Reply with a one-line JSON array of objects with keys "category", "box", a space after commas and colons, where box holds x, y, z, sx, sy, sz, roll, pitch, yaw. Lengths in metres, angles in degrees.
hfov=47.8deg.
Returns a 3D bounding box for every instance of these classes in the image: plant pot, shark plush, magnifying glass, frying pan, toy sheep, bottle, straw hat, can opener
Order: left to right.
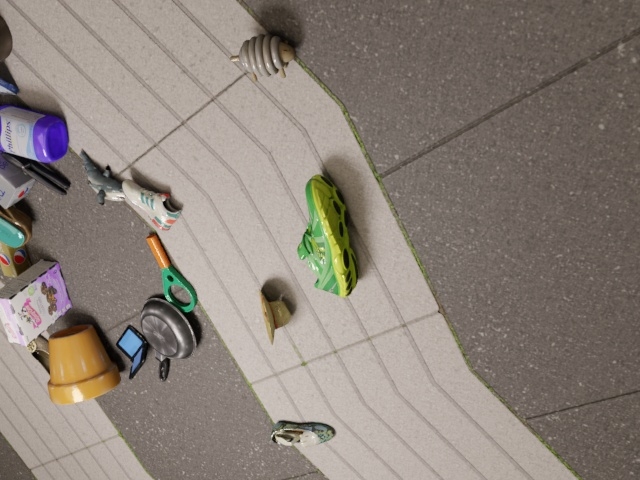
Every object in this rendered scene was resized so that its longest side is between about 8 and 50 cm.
[{"category": "bottle", "box": [-0.769, -0.278, 1.806, 0.283, 0.092, 0.118, 16, 121, 18]}, {"category": "can opener", "box": [-0.738, -0.178, 1.880, 0.186, 0.073, 0.059, 36, 129, -12]}, {"category": "plant pot", "box": [-0.715, 0.356, 2.136, 0.205, 0.205, 0.187, -6, 101, 31]}, {"category": "shark plush", "box": [-0.541, -0.158, 1.811, 0.067, 0.073, 0.161, -43, 74, 20]}, {"category": "frying pan", "box": [-0.458, 0.280, 2.028, 0.197, 0.053, 0.326, 49, 134, 2]}, {"category": "magnifying glass", "box": [-0.394, 0.088, 1.893, 0.092, 0.026, 0.230, -8, 118, 32]}, {"category": "toy sheep", "box": [-0.113, -0.360, 1.415, 0.132, 0.091, 0.091, -7, 118, 10]}, {"category": "straw hat", "box": [-0.106, 0.181, 1.771, 0.061, 0.144, 0.144, -14, 120, -10]}]

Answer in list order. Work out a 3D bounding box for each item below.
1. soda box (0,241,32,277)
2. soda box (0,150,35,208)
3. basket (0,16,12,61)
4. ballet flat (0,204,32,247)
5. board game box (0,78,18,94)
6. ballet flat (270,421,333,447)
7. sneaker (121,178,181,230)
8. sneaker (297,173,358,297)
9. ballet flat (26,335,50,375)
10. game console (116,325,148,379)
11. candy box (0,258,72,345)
[{"category": "soda box", "box": [-0.896, 0.016, 2.083, 0.058, 0.061, 0.181, 9, 123, 24]}, {"category": "soda box", "box": [-0.892, -0.224, 1.907, 0.286, 0.091, 0.098, 44, 129, -4]}, {"category": "basket", "box": [-0.834, -0.440, 1.650, 0.154, 0.227, 0.204, -22, 107, 36]}, {"category": "ballet flat", "box": [-0.924, -0.114, 1.945, 0.342, 0.124, 0.116, 36, 115, -24]}, {"category": "board game box", "box": [-0.807, -0.384, 1.769, 0.090, 0.090, 0.020, 7, 78, 23]}, {"category": "ballet flat", "box": [-0.055, 0.539, 1.978, 0.189, 0.070, 0.070, -7, 117, 31]}, {"category": "sneaker", "box": [-0.407, -0.103, 1.763, 0.075, 0.057, 0.161, -42, 95, 23]}, {"category": "sneaker", "box": [0.000, 0.000, 1.571, 0.124, 0.109, 0.295, 1, 121, 23]}, {"category": "ballet flat", "box": [-0.865, 0.401, 2.318, 0.084, 0.058, 0.249, -26, 106, 36]}, {"category": "game console", "box": [-0.553, 0.327, 2.102, 0.071, 0.107, 0.122, 21, 134, -22]}, {"category": "candy box", "box": [-0.816, 0.175, 2.057, 0.070, 0.196, 0.164, 9, 124, 23]}]
